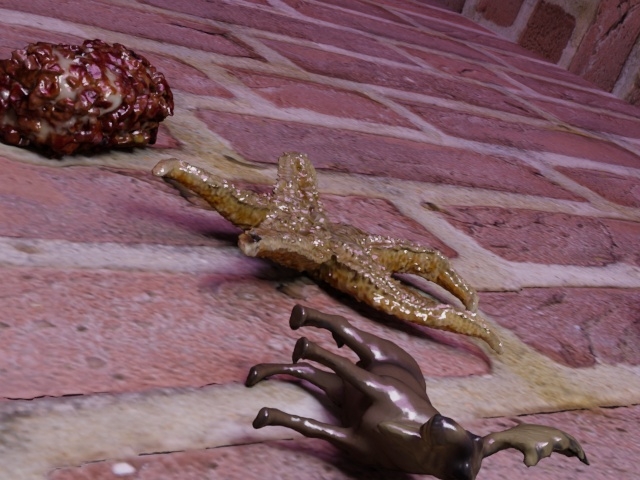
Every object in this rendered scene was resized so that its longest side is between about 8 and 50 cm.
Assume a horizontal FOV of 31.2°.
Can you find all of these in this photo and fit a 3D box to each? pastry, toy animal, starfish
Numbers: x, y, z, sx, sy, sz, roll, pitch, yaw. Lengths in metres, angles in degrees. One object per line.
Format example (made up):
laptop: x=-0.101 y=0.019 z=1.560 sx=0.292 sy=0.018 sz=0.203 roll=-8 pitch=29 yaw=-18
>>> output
pastry: x=-0.212 y=-0.131 z=1.050 sx=0.115 sy=0.097 sz=0.208 roll=39 pitch=21 yaw=15
toy animal: x=0.058 y=0.111 z=0.692 sx=0.186 sy=0.093 sz=0.214 roll=27 pitch=9 yaw=-12
starfish: x=-0.002 y=0.004 z=0.967 sx=0.302 sy=0.060 sz=0.299 roll=12 pitch=27 yaw=-45
